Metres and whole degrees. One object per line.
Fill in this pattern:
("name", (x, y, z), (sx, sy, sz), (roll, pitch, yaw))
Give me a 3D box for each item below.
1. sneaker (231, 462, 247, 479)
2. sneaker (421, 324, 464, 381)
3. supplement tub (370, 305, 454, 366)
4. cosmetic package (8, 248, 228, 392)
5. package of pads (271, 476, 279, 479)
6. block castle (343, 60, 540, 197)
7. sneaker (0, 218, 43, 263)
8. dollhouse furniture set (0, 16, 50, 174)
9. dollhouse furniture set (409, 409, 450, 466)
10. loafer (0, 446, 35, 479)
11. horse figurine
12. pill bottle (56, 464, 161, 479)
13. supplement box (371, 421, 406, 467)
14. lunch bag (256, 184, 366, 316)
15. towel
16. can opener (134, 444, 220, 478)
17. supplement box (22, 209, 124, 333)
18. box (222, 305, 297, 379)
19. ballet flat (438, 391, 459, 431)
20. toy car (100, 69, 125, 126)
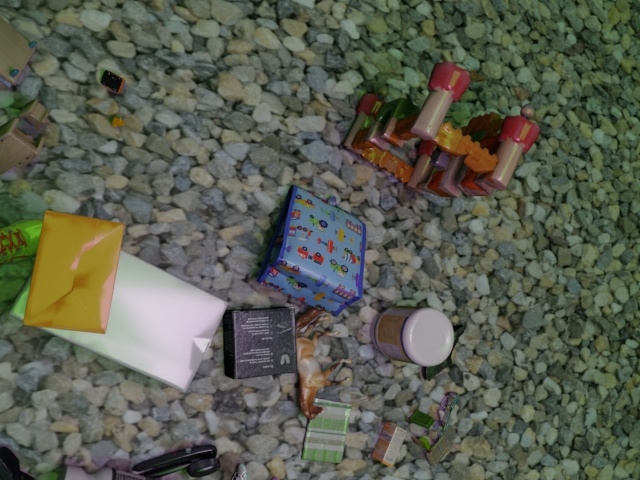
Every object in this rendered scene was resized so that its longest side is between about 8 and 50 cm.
("sneaker", (-0.207, 0.570, 1.416), (0.069, 0.038, 0.098), (4, 84, -25))
("sneaker", (0.342, 0.310, 1.689), (0.170, 0.051, 0.089), (-28, 98, -19))
("supplement tub", (0.228, 0.239, 1.556), (0.144, 0.199, 0.144), (2, 85, -24))
("cosmetic package", (-0.418, 0.143, 1.290), (0.385, 0.156, 0.217), (32, 74, -21))
("package of pads", (-0.120, 0.612, 1.457), (0.083, 0.032, 0.050), (-40, 100, -22))
("block castle", (0.283, -0.269, 1.487), (0.303, 0.453, 0.213), (29, 82, -19))
("sneaker", (-0.644, 0.014, 1.226), (0.208, 0.094, 0.082), (-27, 96, -26))
("dollhouse furniture set", (-0.704, -0.322, 1.242), (0.286, 0.198, 0.303), (43, 37, -38))
("dollhouse furniture set", (0.293, 0.537, 1.661), (0.076, 0.058, 0.152), (-41, 122, -29))
("loafer", (-0.618, 0.498, 1.227), (0.061, 0.062, 0.170), (-30, 97, -1))
("horse figurine", (-0.014, 0.294, 1.514), (0.174, 0.066, 0.263), (-22, 96, -30))
("pill bottle", (-0.410, 0.562, 1.255), (0.278, 0.162, 0.162), (25, 76, -21))
("supplement box", (0.177, 0.530, 1.586), (0.036, 0.062, 0.098), (32, 73, -18))
("lunch bag", (0.000, 0.000, 1.497), (0.220, 0.138, 0.293), (26, 53, -16))
("towel", (0.014, 0.480, 1.539), (0.113, 0.023, 0.152), (15, 82, -21))
("can opener", (-0.319, 0.495, 1.361), (0.186, 0.073, 0.059), (-3, 95, -16))
("supplement box", (-0.440, 0.060, 1.091), (0.129, 0.194, 0.191), (11, 83, -22))
("box", (-0.144, 0.239, 1.441), (0.155, 0.093, 0.158), (0, 85, -25))
("ballet flat", (0.347, 0.469, 1.683), (0.041, 0.041, 0.114), (36, 64, -18))
("toy car", (-0.466, -0.319, 1.378), (0.040, 0.060, 0.122), (-14, 115, -68))
